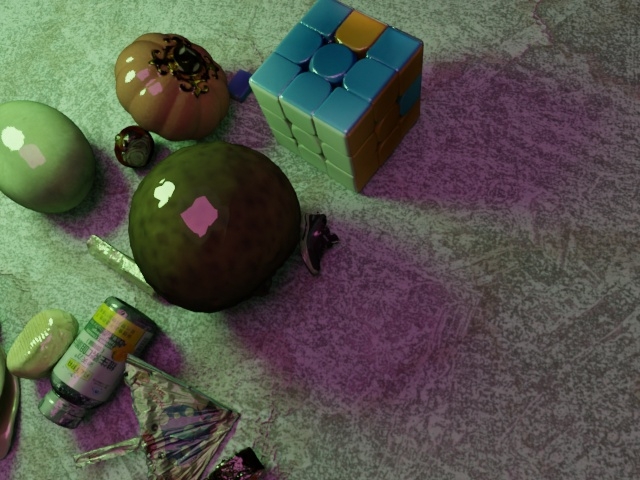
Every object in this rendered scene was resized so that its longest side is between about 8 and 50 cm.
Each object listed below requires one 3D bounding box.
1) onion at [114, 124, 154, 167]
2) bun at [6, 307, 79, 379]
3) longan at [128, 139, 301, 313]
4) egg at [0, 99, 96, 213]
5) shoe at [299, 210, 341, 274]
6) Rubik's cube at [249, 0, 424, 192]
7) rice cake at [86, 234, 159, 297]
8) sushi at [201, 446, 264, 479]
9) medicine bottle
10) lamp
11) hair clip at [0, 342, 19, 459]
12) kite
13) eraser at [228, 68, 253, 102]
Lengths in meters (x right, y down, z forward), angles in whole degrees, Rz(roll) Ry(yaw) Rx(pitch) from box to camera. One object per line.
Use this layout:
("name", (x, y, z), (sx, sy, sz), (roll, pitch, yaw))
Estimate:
("onion", (-0.514, -0.259, 1.472), (0.119, 0.118, 0.117), (35, 90, 20))
("bun", (-0.658, 0.252, 1.292), (0.164, 0.111, 0.188), (23, 75, 52))
("longan", (-0.232, -0.030, 1.203), (0.391, 0.391, 0.391), (-3, 69, 8))
("egg", (-0.747, -0.224, 1.419), (0.258, 0.258, 0.352), (-38, 68, -5))
("shoe", (0.000, 0.000, 1.310), (0.099, 0.071, 0.169), (-8, 65, 4))
("Rubik's cube", (0.052, -0.349, 1.310), (0.290, 0.291, 0.291), (33, 78, 20))
("rice cake", (-0.498, 0.064, 1.374), (0.256, 0.057, 0.052), (29, 51, 17))
("sushi", (-0.190, 0.511, 1.138), (0.150, 0.090, 0.078), (-39, 65, -4))
("medicine bottle", (-0.522, 0.285, 1.251), (0.141, 0.141, 0.293), (30, 78, 18))
("lamp", (-0.398, -0.397, 1.433), (0.305, 0.240, 0.305), (20, 54, -29))
("hair clip", (-0.819, 0.384, 1.290), (0.173, 0.113, 0.282), (-24, 63, -2))
("kite", (-0.357, 0.441, 1.188), (0.369, 0.014, 0.406), (-14, 81, -10))
("eraser", (-0.226, -0.442, 1.534), (0.063, 0.027, 0.084), (29, 76, 17))
